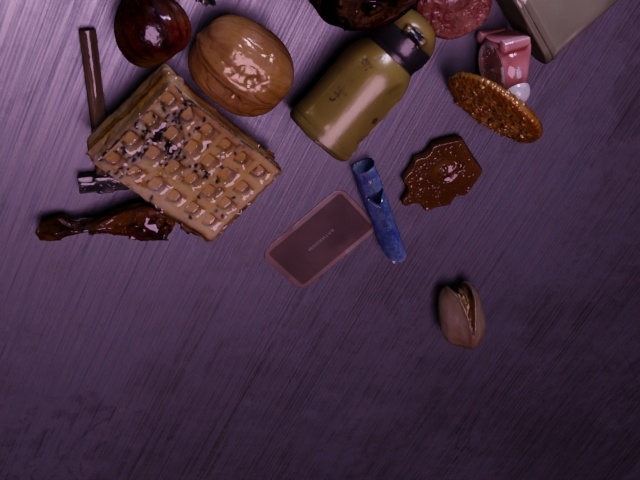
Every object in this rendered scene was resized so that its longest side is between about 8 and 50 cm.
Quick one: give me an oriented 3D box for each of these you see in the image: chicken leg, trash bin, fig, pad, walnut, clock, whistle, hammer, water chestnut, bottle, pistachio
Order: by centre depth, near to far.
[{"bbox_3d":[-0.339,-0.430,1.645,0.148,0.149,0.202,-37,135,-15],"label":"fig"},{"bbox_3d":[0.087,-0.572,1.662,0.300,0.300,0.300,-9,123,-14],"label":"water chestnut"},{"bbox_3d":[-0.162,-0.359,1.736,0.193,0.193,0.226,-46,125,12],"label":"walnut"},{"bbox_3d":[-0.476,-0.268,1.777,0.111,0.043,0.365,-6,121,-14],"label":"hammer"},{"bbox_3d":[0.108,-0.352,1.841,0.171,0.171,0.351,36,103,-33],"label":"bottle"},{"bbox_3d":[-0.479,-0.036,1.879,0.305,0.113,0.093,-4,101,-14],"label":"chicken leg"},{"bbox_3d":[0.540,-0.565,1.887,0.247,0.121,0.243,-41,125,5],"label":"trash bin"},{"bbox_3d":[0.428,-0.397,1.927,0.093,0.166,0.162,-14,118,-13],"label":"clock"},{"bbox_3d":[0.151,-0.068,2.101,0.062,0.062,0.304,-25,125,-3],"label":"whistle"},{"bbox_3d":[0.000,0.000,2.126,0.266,0.002,0.176,-40,125,8],"label":"pad"},{"bbox_3d":[0.392,0.208,2.316,0.130,0.131,0.206,-23,122,-14],"label":"pistachio"}]

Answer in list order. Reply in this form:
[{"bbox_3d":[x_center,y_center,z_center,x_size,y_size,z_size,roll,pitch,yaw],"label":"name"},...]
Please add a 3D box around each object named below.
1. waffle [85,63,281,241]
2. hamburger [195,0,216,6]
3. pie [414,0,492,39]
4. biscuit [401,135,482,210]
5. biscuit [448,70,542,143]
[{"bbox_3d":[-0.285,-0.180,1.812,0.261,0.114,0.376,-41,134,10],"label":"waffle"},{"bbox_3d":[-0.205,-0.585,1.563,0.133,0.211,0.308,2,119,-26],"label":"hamburger"},{"bbox_3d":[0.297,-0.526,1.849,0.183,0.049,0.182,-9,134,-10],"label":"pie"},{"bbox_3d":[0.290,-0.159,2.106,0.215,0.034,0.182,-35,125,8],"label":"biscuit"},{"bbox_3d":[0.399,-0.300,1.929,0.254,0.254,0.035,38,84,-33],"label":"biscuit"}]
